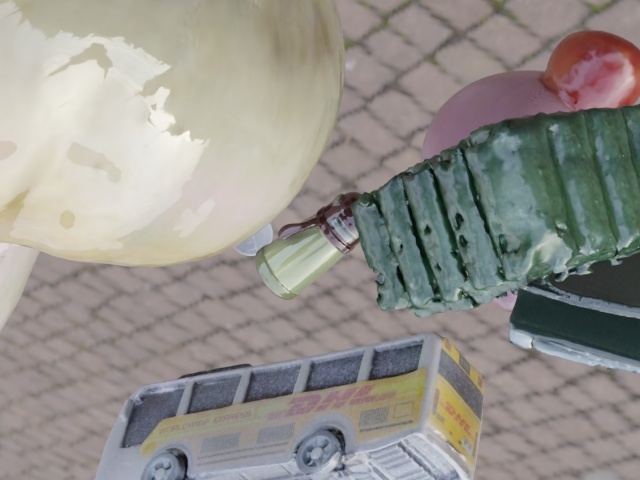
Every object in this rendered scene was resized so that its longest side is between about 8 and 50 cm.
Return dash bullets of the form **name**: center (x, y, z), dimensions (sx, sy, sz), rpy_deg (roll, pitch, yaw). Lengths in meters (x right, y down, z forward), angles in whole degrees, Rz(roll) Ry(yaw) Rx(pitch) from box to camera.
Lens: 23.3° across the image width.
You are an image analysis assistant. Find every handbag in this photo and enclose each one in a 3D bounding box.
- **handbag**: center (0.288, 0.008, 1.215), dimensions (0.260, 0.247, 0.079), rpy_deg (14, 130, 11)

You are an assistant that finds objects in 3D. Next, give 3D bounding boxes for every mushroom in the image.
- **mushroom**: center (-0.180, -0.103, 0.806), dimensions (0.353, 0.353, 0.325), rpy_deg (-4, 137, 37)

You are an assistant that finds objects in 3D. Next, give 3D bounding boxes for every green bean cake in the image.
- **green bean cake**: center (0.153, -0.021, 1.075), dimensions (0.208, 0.107, 0.193), rpy_deg (-13, 171, -33)

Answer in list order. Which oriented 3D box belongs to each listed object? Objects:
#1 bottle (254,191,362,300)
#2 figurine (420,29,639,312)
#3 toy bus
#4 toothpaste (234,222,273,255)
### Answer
- **bottle**: center (0.000, 0.000, 1.176), dimensions (0.101, 0.063, 0.047), rpy_deg (-38, 85, 19)
- **figurine**: center (0.228, -0.085, 1.680), dimensions (0.270, 0.261, 0.211), rpy_deg (56, 174, -37)
- **toy bus**: center (-0.033, 0.167, 1.295), dimensions (0.342, 0.138, 0.097), rpy_deg (-13, 139, 33)
- **toothpaste**: center (-0.093, -0.028, 1.896), dimensions (0.057, 0.089, 0.234), rpy_deg (-6, -169, -6)
